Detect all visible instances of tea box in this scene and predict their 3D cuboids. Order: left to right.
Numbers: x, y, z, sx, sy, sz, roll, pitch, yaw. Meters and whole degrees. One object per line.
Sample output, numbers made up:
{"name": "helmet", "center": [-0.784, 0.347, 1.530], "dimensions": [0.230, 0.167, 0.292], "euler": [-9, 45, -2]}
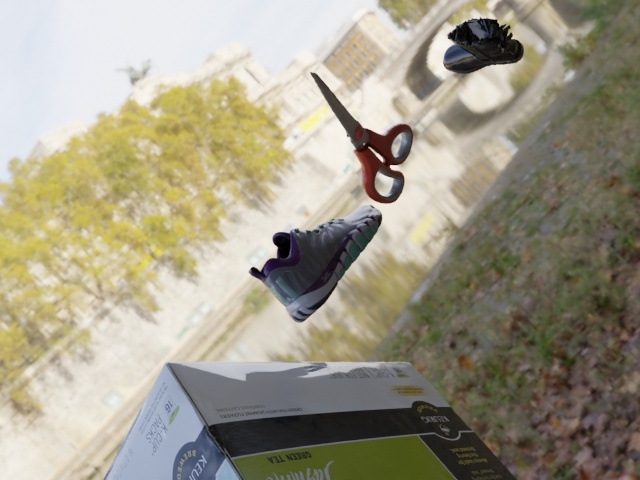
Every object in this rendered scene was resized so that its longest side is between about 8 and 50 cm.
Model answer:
{"name": "tea box", "center": [0.022, 0.289, 0.753], "dimensions": [0.329, 0.323, 0.220], "euler": [8, -62, -44]}

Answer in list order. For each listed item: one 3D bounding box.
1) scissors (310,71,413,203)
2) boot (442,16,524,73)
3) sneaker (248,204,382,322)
{"name": "scissors", "center": [0.047, -0.111, 1.013], "dimensions": [0.297, 0.021, 0.109], "euler": [13, -84, -63]}
{"name": "boot", "center": [0.194, -0.250, 1.098], "dimensions": [0.121, 0.045, 0.099], "euler": [1, -4, 35]}
{"name": "sneaker", "center": [0.000, 0.000, 1.067], "dimensions": [0.083, 0.098, 0.224], "euler": [-45, 4, 42]}
